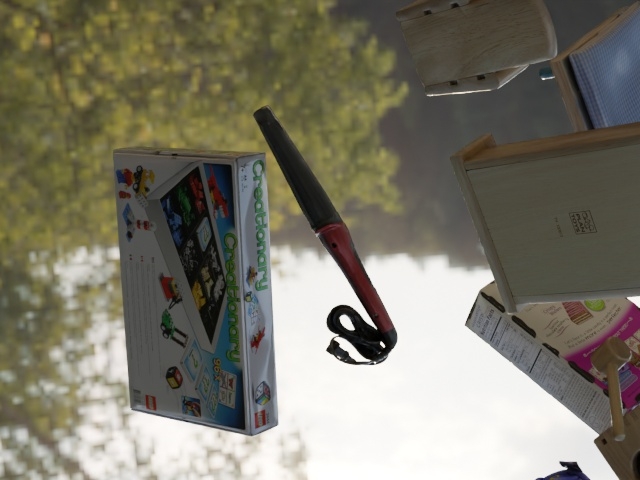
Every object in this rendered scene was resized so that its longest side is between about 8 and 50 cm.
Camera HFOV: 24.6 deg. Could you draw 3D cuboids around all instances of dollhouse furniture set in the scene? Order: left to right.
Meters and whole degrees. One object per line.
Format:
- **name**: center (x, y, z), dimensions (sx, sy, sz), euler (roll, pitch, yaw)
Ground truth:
- **dollhouse furniture set**: center (0.264, -0.118, 1.153), dimensions (0.198, 0.286, 0.303), euler (-7, -159, 44)

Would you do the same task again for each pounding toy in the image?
- **pounding toy**: center (0.349, 0.210, 1.587), dimensions (0.181, 0.206, 0.094), euler (-16, 156, -43)

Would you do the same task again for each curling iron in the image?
- **curling iron**: center (0.000, 0.000, 1.384), dimensions (0.068, 0.274, 0.035), euler (-25, -169, -11)

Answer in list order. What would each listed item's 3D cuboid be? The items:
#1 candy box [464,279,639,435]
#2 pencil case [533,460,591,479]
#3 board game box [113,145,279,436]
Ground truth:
- **candy box**: center (0.317, 0.120, 1.797), dimensions (0.233, 0.071, 0.159), euler (41, -133, 22)
- **pencil case**: center (0.337, 0.438, 1.915), dimensions (0.119, 0.306, 0.133), euler (-29, -154, -11)
- **board game box**: center (-0.140, 0.051, 1.620), dimensions (0.193, 0.305, 0.053), euler (6, -167, 39)
